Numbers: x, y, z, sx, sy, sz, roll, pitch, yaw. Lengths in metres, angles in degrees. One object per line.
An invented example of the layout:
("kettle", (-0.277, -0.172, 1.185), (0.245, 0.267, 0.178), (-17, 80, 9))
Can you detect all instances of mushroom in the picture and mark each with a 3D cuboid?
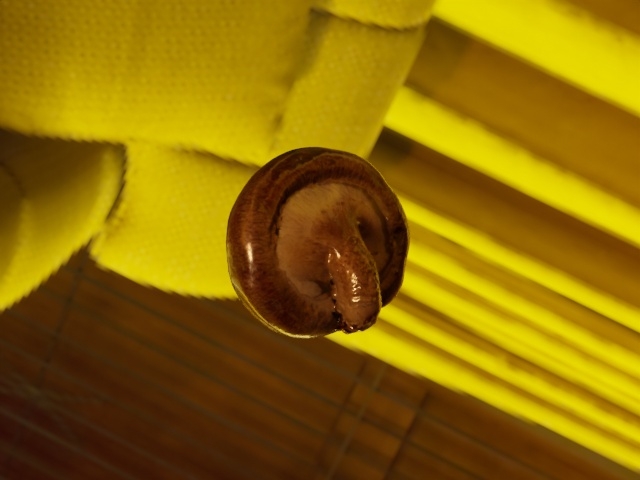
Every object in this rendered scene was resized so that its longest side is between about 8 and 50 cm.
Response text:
("mushroom", (0.000, 0.000, 0.921), (0.087, 0.127, 0.127), (-9, -134, 54))
